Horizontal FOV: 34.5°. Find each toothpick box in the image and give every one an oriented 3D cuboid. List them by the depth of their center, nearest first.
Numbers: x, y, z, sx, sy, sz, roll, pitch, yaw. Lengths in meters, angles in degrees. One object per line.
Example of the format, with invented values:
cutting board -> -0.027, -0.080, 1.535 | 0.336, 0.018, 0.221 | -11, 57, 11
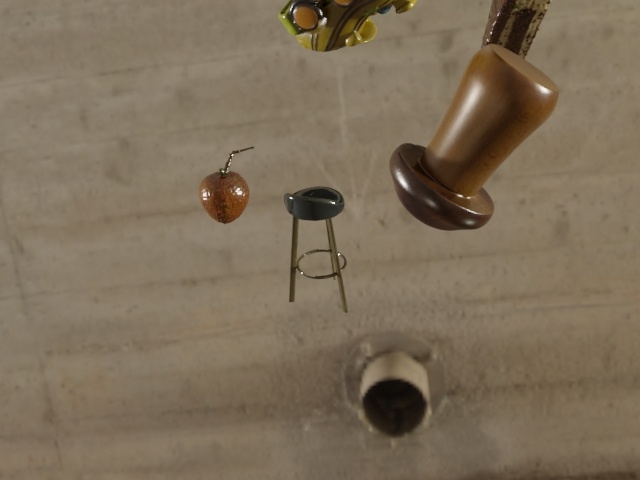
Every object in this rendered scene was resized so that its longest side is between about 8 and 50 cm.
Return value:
toothpick box -> 0.240, -0.156, 1.647 | 0.192, 0.294, 0.192 | 27, 23, -13

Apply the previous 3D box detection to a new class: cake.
cake -> 0.424, -0.472, 2.238 | 0.112, 0.246, 0.135 | 10, 25, -5

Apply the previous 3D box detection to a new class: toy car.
toy car -> 0.057, -0.408, 1.763 | 0.247, 0.142, 0.200 | -23, 24, 36

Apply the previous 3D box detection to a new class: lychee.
lychee -> -0.191, -0.105, 2.056 | 0.101, 0.140, 0.114 | -13, -1, 43

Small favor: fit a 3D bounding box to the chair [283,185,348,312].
chair -> 0.000, 0.001, 1.633 | 0.104, 0.222, 0.095 | 7, 39, 18
